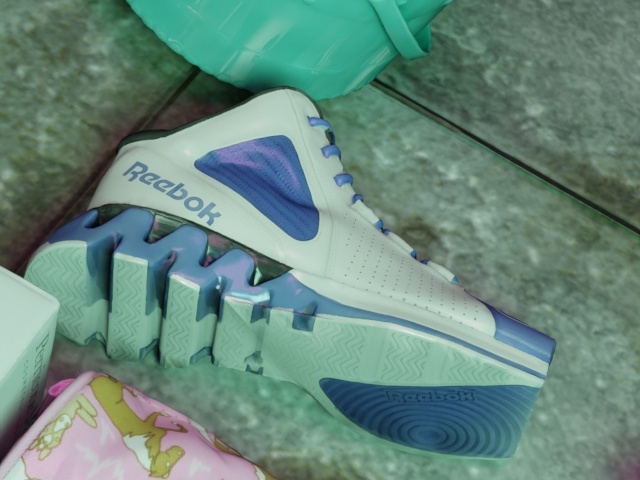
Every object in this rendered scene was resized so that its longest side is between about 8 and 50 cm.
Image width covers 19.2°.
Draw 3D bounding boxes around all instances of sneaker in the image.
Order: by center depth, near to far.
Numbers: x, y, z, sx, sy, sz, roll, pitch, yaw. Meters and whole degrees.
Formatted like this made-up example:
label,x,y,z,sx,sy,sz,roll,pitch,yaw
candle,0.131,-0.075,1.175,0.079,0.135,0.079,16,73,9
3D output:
label,x,y,z,sx,sy,sz,roll,pitch,yaw
sneaker,-0.001,0.000,1.143,0.315,0.127,0.182,18,54,0

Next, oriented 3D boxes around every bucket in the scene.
label,x,y,z,sx,sy,sz,roll,pitch,yaw
bucket,-0.005,-0.239,1.253,0.281,0.183,0.281,17,52,-22

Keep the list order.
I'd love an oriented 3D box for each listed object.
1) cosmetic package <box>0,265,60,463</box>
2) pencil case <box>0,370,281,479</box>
label,x,y,z,sx,sy,sz,roll,pitch,yaw
cosmetic package,-0.251,0.096,0.985,0.151,0.151,0.184,29,53,6
pencil case,-0.007,0.215,0.965,0.386,0.160,0.167,28,18,6
